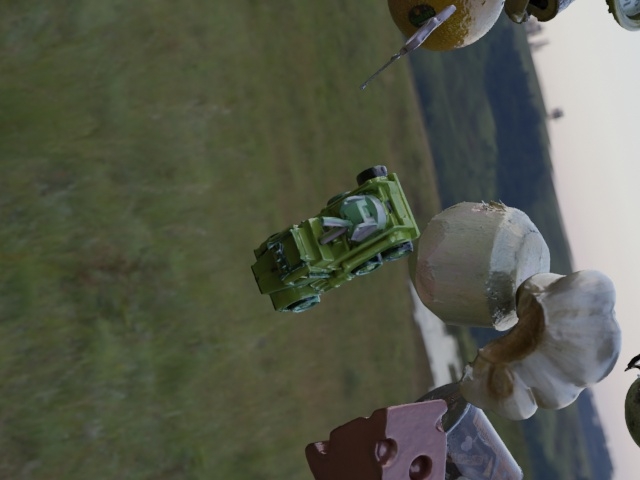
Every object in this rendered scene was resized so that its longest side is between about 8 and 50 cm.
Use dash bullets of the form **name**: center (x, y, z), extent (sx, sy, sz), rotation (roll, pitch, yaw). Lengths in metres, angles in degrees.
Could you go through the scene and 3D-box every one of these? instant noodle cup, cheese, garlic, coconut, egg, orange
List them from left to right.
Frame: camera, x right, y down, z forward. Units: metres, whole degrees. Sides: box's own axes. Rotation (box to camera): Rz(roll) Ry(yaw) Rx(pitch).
- **cheese**: center (0.068, 0.304, 1.692), extent (0.128, 0.177, 0.203), rotation (-4, 99, -38)
- **orange**: center (0.234, -0.465, 2.267), extent (0.236, 0.236, 0.236), rotation (-15, 90, -80)
- **instant noodle cup**: center (0.254, 0.411, 2.319), extent (0.207, 0.217, 0.217), rotation (51, 16, -13)
- **coconut**: center (0.252, 0.042, 2.048), extent (0.224, 0.234, 0.224), rotation (-34, 132, -48)
- **garlic**: center (0.357, 0.166, 1.883), extent (0.185, 0.281, 0.203), rotation (34, 12, 19)
- **egg**: center (0.560, 0.282, 1.973), extent (0.181, 0.141, 0.141), rotation (75, 7, -48)

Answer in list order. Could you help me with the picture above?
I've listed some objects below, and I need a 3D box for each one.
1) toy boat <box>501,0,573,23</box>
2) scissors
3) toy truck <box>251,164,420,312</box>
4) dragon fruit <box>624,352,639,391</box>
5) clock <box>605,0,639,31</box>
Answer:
- **toy boat**: center (0.345, -0.381, 1.850), extent (0.226, 0.088, 0.068), rotation (-39, 151, -49)
- **scissors**: center (0.108, -0.250, 1.633), extent (0.015, 0.189, 0.100), rotation (47, 46, -5)
- **toy truck**: center (0.000, 0.001, 1.730), extent (0.135, 0.259, 0.128), rotation (-1, 65, -50)
- **dragon fruit**: center (0.525, 0.204, 1.774), extent (0.142, 0.121, 0.130), rotation (57, 7, 32)
- **clock**: center (0.470, -0.423, 1.789), extent (0.237, 0.057, 0.237), rotation (-30, 134, -38)
